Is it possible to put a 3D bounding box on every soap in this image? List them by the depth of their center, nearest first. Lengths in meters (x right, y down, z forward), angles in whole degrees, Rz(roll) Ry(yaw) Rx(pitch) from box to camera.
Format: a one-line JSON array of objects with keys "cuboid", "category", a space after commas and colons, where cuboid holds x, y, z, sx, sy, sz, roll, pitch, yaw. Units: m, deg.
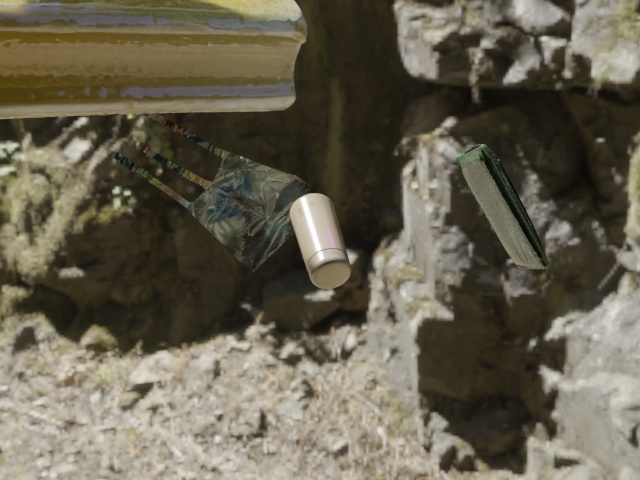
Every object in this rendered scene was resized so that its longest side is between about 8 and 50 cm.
[{"cuboid": [-0.168, -0.161, 0.649, 0.274, 0.089, 0.173, -7, 39, -29], "category": "soap"}]

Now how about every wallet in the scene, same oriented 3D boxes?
[{"cuboid": [0.323, -0.059, 1.561, 0.055, 0.236, 0.160, -31, 3, -1], "category": "wallet"}]

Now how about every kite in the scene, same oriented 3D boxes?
[{"cuboid": [-0.165, -0.096, 1.410, 0.310, 0.169, 0.015, 37, 6, -19], "category": "kite"}]

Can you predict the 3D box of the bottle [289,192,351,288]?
[{"cuboid": [0.000, 0.000, 0.854, 0.045, 0.045, 0.096, -5, 44, -11], "category": "bottle"}]
